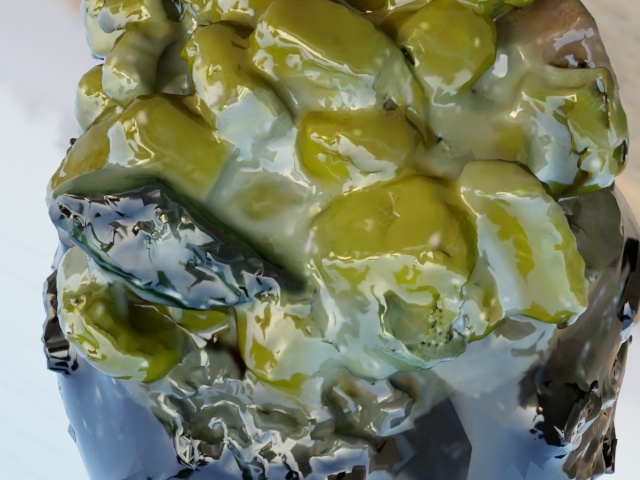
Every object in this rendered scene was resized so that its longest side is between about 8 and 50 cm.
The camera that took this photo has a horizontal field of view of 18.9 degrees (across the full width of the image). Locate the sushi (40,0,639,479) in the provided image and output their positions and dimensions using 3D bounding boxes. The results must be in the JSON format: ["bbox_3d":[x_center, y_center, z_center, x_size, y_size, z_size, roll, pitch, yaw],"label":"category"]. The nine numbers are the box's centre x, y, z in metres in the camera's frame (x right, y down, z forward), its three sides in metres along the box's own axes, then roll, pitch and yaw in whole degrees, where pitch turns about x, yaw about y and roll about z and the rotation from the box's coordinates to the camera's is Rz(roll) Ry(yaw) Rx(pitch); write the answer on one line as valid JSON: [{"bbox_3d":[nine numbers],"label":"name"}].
[{"bbox_3d":[0.000,0.000,0.980,0.328,0.328,0.285,13,151,15],"label":"sushi"}]
